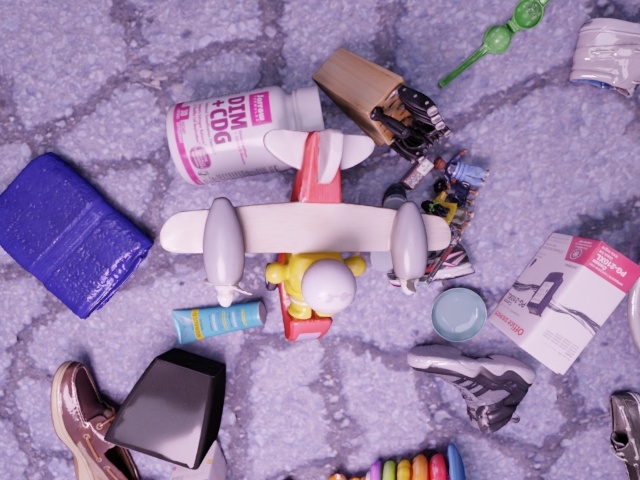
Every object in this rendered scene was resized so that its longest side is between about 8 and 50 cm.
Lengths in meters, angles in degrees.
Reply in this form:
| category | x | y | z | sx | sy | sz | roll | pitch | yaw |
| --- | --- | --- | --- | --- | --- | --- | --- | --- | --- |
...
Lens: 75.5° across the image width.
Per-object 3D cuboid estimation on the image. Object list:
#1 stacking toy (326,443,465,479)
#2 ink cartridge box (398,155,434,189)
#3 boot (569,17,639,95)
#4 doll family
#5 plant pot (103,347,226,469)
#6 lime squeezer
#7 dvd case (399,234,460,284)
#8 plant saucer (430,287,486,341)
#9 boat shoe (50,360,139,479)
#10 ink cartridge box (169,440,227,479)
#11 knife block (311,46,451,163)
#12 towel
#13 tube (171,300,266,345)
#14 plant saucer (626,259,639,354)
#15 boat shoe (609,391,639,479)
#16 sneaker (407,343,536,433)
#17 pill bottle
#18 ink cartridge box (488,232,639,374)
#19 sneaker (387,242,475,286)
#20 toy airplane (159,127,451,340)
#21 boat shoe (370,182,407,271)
| category | x | y | z | sx | sy | sz | roll | pitch | yaw |
| --- | --- | --- | --- | --- | --- | --- | --- | --- | --- |
| stacking toy | 0.157 | 0.542 | 0.891 | 0.302 | 0.165 | 0.175 | -3 | 108 | 14 |
| ink cartridge box | 0.192 | -0.132 | 0.823 | 0.029 | 0.115 | 0.063 | 40 | 96 | -2 |
| boot | 0.625 | -0.343 | 0.805 | 0.259 | 0.095 | 0.123 | 12 | 102 | 9 |
| doll family | 0.264 | -0.090 | 0.850 | 0.112 | 0.076 | 0.192 | 19 | 91 | 5 |
| plant pot | -0.294 | 0.332 | 0.867 | 0.188 | 0.187 | 0.166 | 19 | 85 | 1 |
| lime squeezer | 0.371 | -0.406 | 0.800 | 0.059 | 0.110 | 0.310 | 42 | 127 | -18 |
| dvd case | 0.211 | 0.039 | 0.806 | 0.013 | 0.087 | 0.119 | 43 | 70 | -14 |
| plant saucer | 0.297 | 0.159 | 0.896 | 0.120 | 0.021 | 0.119 | 0 | 96 | 2 |
| boat shoe | -0.481 | 0.417 | 0.913 | 0.123 | 0.123 | 0.341 | -10 | 100 | -4 |
| ink cartridge box | -0.266 | 0.520 | 0.905 | 0.092 | 0.143 | 0.089 | -12 | 113 | 4 |
| knife block | 0.105 | -0.258 | 0.750 | 0.088 | 0.242 | 0.275 | -45 | 92 | 5 |
| towel | -0.538 | -0.012 | 0.892 | 0.308 | 0.076 | 0.227 | 43 | 89 | -2 |
| tube | -0.225 | 0.177 | 0.911 | 0.207 | 0.052 | 0.080 | -12 | 84 | 9 |
| plant saucer | 0.800 | 0.114 | 0.832 | 0.401 | 0.100 | 0.400 | 0 | 97 | 2 |
| boat shoe | 0.660 | 0.436 | 0.887 | 0.070 | 0.078 | 0.219 | -6 | 88 | 2 |
| sneaker | 0.308 | 0.314 | 0.871 | 0.269 | 0.101 | 0.153 | 9 | 94 | -1 |
| pill bottle | -0.133 | -0.208 | 0.806 | 0.283 | 0.160 | 0.160 | -10 | 95 | 3 |
| ink cartridge box | 0.463 | 0.114 | 0.809 | 0.100 | 0.172 | 0.237 | 34 | 96 | -1 |
| sneaker | 0.226 | 0.052 | 0.875 | 0.178 | 0.072 | 0.077 | -11 | 78 | 0 |
| toy airplane | 0.000 | 0.000 | 0.700 | 0.386 | 0.272 | 0.384 | -37 | 123 | 9 |
| boat shoe | 0.149 | -0.026 | 0.866 | 0.065 | 0.083 | 0.183 | 12 | 124 | 6 |
